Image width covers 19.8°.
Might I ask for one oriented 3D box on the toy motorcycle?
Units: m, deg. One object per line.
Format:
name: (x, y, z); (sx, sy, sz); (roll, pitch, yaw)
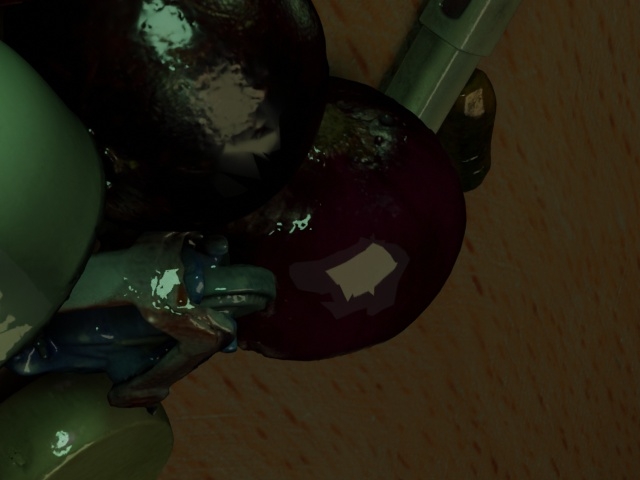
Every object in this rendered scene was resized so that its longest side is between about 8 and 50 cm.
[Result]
toy motorcycle: (-0.211, 0.048, 1.758); (0.241, 0.319, 0.182); (42, 44, -37)

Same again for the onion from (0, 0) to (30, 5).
onion: (-0.251, -0.258, 1.351); (0.230, 0.163, 0.230); (-10, 133, -11)

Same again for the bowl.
bowl: (-0.351, -0.050, 1.341); (0.354, 0.354, 0.185); (-40, 140, -15)

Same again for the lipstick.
lipstick: (0.150, -0.229, 2.032); (0.077, 0.079, 0.253); (2, 124, -53)

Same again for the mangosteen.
mangosteen: (-0.121, -0.153, 1.570); (0.293, 0.297, 0.297); (-25, 142, -32)

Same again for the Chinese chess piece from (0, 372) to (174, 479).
Chinese chess piece: (-0.275, 0.238, 1.946); (0.250, 0.101, 0.250); (-34, 155, -18)

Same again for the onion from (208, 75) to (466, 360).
onion: (0.000, 0.000, 1.926); (0.337, 0.260, 0.282); (-23, 145, -38)

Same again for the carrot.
carrot: (0.166, -0.135, 2.153); (0.082, 0.082, 0.173); (-38, 148, -19)
